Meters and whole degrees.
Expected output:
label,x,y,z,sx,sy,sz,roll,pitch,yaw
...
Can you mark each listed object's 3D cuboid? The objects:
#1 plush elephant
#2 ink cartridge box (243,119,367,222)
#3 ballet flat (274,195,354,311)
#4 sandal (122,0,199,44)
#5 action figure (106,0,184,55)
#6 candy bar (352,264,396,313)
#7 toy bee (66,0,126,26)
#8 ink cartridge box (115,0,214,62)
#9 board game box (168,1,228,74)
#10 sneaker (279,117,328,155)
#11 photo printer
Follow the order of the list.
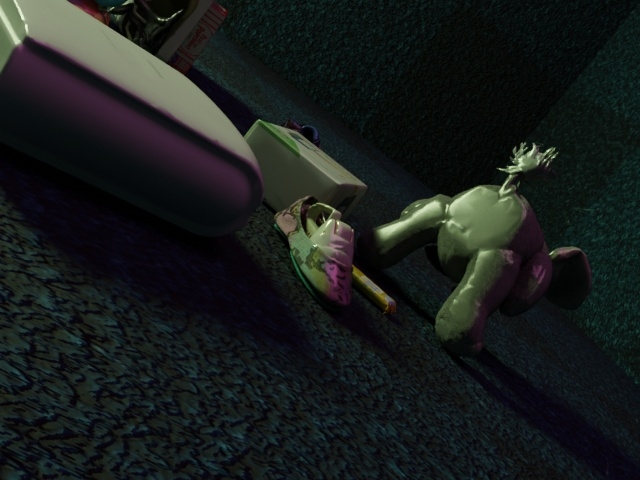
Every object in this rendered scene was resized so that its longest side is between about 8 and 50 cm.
label,x,y,z,sx,sy,sz,roll,pitch,yaw
plush elephant,0.263,0.035,1.351,0.272,0.330,0.255,38,-11,40
ink cartridge box,-0.031,-0.093,1.305,0.154,0.093,0.212,40,9,10
ballet flat,0.000,0.000,1.047,0.077,0.079,0.221,34,12,-27
sandal,-0.259,-0.400,1.537,0.079,0.240,0.088,-29,97,-37
action figure,-0.362,-0.430,1.452,0.276,0.141,0.164,40,-27,-7
candy bar,0.038,0.042,1.161,0.161,0.018,0.040,41,14,13
toy bee,-0.314,-0.310,1.105,0.298,0.195,0.162,52,38,13
ink cartridge box,-0.315,-0.497,1.768,0.115,0.198,0.273,34,12,-29
board game box,-0.253,-0.426,1.817,0.045,0.146,0.193,35,12,-14
sneaker,-0.027,-0.174,1.667,0.083,0.087,0.221,43,12,19
photo printer,-0.201,-0.130,0.847,0.307,0.107,0.256,29,14,-42
